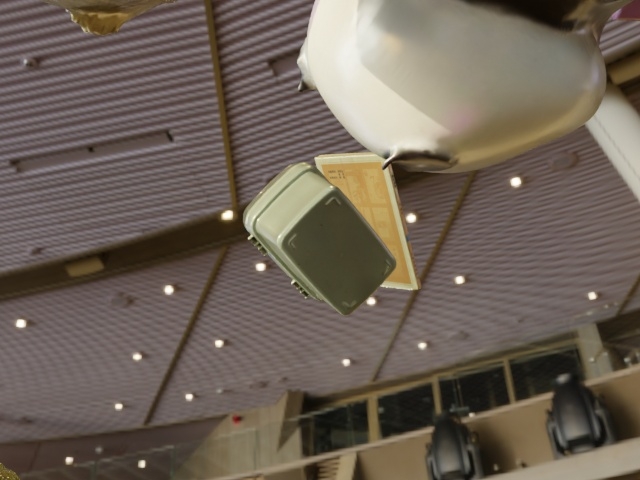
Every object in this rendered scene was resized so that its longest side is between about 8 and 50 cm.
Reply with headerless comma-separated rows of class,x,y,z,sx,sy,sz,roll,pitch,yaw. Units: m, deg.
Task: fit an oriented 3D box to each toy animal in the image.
toy animal,0.119,-0.200,0.587,0.251,0.251,0.310,19,-65,-32

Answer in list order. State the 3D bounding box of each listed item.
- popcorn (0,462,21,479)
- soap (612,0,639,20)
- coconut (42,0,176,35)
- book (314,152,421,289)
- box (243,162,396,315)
popcorn,-0.379,0.350,0.721,0.282,0.281,0.247,5,1,-15
soap,0.488,-0.359,0.985,0.260,0.181,0.081,0,-39,-4
coconut,-0.196,-0.375,0.684,0.405,0.404,0.404,-4,-33,-2
book,0.081,-0.033,1.302,0.018,0.241,0.170,-29,22,-37
box,0.000,0.000,1.110,0.148,0.129,0.210,-45,-55,-6
